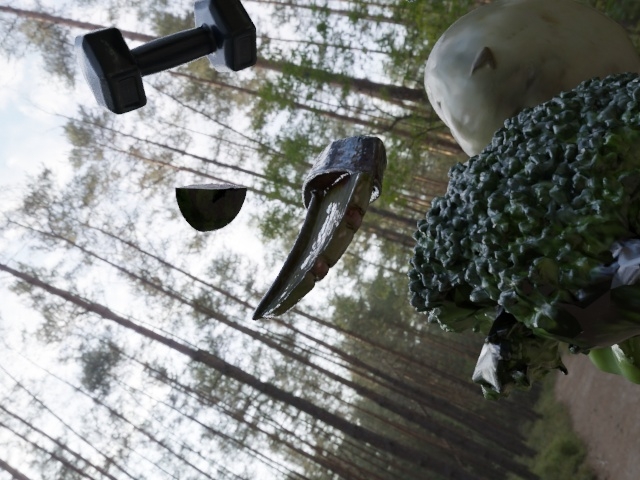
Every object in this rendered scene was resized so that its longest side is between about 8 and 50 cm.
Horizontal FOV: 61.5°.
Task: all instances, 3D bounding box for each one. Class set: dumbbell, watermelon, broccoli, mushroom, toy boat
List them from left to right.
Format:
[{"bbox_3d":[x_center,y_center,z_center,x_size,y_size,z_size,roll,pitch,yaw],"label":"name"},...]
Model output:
[{"bbox_3d":[-0.277,-0.349,0.995,0.316,0.157,0.143,-30,1,-25],"label":"dumbbell"},{"bbox_3d":[-0.226,-0.087,1.060,0.135,0.094,0.125,26,-59,-40],"label":"watermelon"},{"bbox_3d":[0.015,-0.029,0.835,0.276,0.111,0.294,-43,25,54],"label":"toy boat"},{"bbox_3d":[0.292,-0.182,0.817,0.314,0.314,0.336,-48,-22,-40],"label":"mushroom"},{"bbox_3d":[0.255,-0.011,0.507,0.338,0.277,0.318,-8,-76,-34],"label":"broccoli"}]

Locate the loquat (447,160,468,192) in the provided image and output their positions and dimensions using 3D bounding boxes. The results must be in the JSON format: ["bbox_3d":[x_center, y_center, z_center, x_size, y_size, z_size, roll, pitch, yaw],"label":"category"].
[{"bbox_3d":[0.336,-0.075,1.058,0.195,0.152,0.152,39,-111,-30],"label":"loquat"}]
